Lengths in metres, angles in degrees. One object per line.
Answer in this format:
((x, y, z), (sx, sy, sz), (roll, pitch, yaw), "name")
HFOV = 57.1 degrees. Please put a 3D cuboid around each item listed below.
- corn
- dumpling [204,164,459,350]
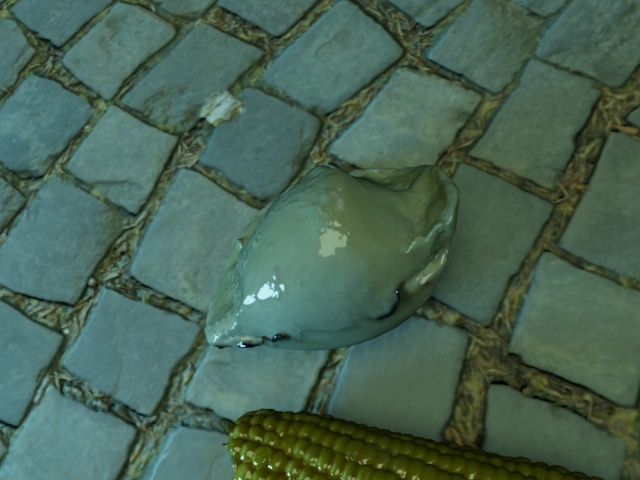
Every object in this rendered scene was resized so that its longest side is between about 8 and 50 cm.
((0.095, 0.240, 0.498), (0.388, 0.144, 0.143), (6, 74, 15), "corn")
((0.000, -0.004, 0.593), (0.244, 0.175, 0.226), (-2, 42, -4), "dumpling")
